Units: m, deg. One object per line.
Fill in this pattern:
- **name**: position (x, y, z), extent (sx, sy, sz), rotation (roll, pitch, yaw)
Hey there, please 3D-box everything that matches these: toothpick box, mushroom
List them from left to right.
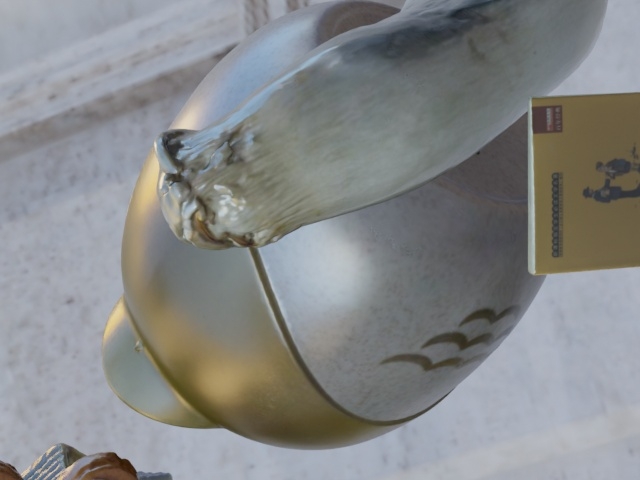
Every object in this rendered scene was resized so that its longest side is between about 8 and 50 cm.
- **toothpick box**: position (0.000, 0.000, 1.330), extent (0.409, 0.425, 0.409), rotation (26, -145, -20)
- **mushroom**: position (0.051, -0.111, 0.962), extent (0.397, 0.177, 0.126), rotation (-38, -47, -36)

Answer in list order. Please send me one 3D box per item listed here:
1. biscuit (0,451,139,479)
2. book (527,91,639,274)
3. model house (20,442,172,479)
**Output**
- **biscuit**: position (-0.204, 0.275, 1.063), extent (0.324, 0.205, 0.049), rotation (37, -177, -27)
- **book**: position (0.219, -0.041, 0.862), extent (0.012, 0.172, 0.118), rotation (-148, 54, -74)
- **model house**: position (-0.310, 0.431, 1.743), extent (0.266, 0.261, 0.321), rotation (49, -169, 17)
